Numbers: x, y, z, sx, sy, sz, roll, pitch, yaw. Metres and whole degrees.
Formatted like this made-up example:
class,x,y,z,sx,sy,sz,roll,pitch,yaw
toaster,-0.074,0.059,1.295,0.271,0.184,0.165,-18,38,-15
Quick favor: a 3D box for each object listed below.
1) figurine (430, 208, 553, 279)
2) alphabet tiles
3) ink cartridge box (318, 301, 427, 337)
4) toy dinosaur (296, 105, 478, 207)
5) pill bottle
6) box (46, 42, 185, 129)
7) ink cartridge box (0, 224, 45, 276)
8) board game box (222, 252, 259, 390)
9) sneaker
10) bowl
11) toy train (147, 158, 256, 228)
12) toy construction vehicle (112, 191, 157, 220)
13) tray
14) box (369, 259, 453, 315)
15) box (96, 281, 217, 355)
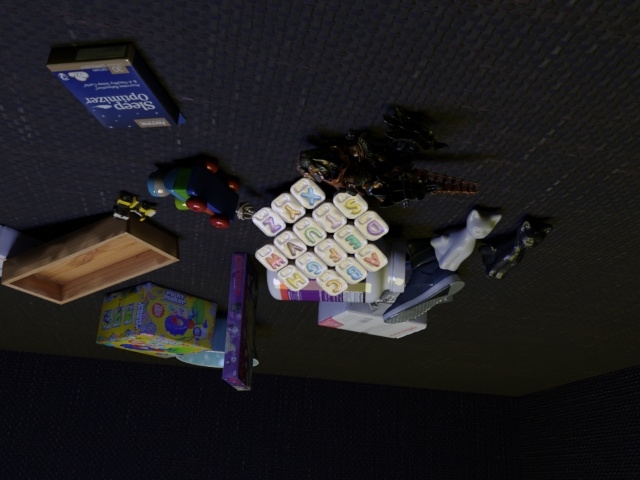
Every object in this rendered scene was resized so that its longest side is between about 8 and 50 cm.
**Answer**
class,x,y,z,sx,sy,sz,roll,pitch,yaw
figurine,0.394,-0.003,1.524,0.214,0.092,0.209,11,150,-16
alphabet tiles,0.000,0.000,1.426,0.284,0.021,0.278,-34,114,24
ink cartridge box,0.162,0.214,2.053,0.282,0.117,0.207,13,157,-22
toy dinosaur,0.126,-0.133,1.191,0.321,0.164,0.218,-12,176,-11
pill bottle,0.040,0.058,1.582,0.322,0.182,0.181,1,159,5
box,-0.325,-0.237,1.082,0.136,0.037,0.225,-1,160,12
ink cartridge box,-0.881,0.033,1.793,0.203,0.086,0.148,-9,156,29
board game box,-0.220,0.231,1.841,0.056,0.347,0.208,-1,159,9
sneaker,0.232,0.099,1.656,0.226,0.163,0.086,-34,149,16
bowl,-0.383,0.377,2.497,0.311,0.163,0.311,3,160,1
toy train,-0.243,-0.081,1.395,0.143,0.105,0.248,5,162,26
toy construction vehicle,-0.436,-0.078,1.520,0.098,0.035,0.086,17,144,-37
tray,-0.595,0.050,1.702,0.410,0.076,0.203,-19,152,20
box,0.239,0.123,1.790,0.231,0.056,0.183,-11,145,7
box,-0.561,0.281,2.263,0.279,0.177,0.290,-17,151,40
